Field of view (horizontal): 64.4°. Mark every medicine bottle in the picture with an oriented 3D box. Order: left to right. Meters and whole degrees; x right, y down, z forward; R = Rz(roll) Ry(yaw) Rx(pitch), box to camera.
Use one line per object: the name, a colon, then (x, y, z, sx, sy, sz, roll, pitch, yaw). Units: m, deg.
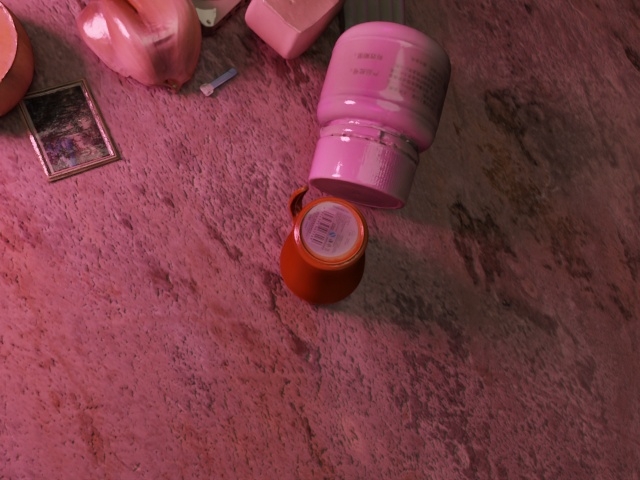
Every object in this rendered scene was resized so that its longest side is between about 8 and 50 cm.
medicine bottle: (0.117, -0.248, 1.060, 0.256, 0.256, 0.325, 15, 85, -14)

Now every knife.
knife: (-0.219, -0.346, 1.104, 0.096, 0.010, 0.027, -42, 93, -21)

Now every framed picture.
framed picture: (-0.499, -0.221, 0.999, 0.141, 0.011, 0.183, -23, 88, -19)

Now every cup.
cup: (0.000, 0.000, 0.991, 0.182, 0.264, 0.226, -27, 78, -11)

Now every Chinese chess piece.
Chinese chess piece: (-0.661, -0.337, 0.916, 0.257, 0.104, 0.257, 2, 79, -13)

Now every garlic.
garlic: (-0.344, -0.417, 1.015, 0.217, 0.110, 0.228, -42, 100, -5)

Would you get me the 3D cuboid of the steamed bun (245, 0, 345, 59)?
steamed bun: (-0.045, -0.509, 1.101, 0.146, 0.164, 0.242, 41, 71, -8)

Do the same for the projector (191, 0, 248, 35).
projector: (-0.256, -0.620, 1.100, 0.259, 0.079, 0.257, 41, 75, -8)

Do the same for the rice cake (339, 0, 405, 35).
rice cake: (0.127, -0.534, 1.223, 0.189, 0.037, 0.198, 8, 79, -15)
